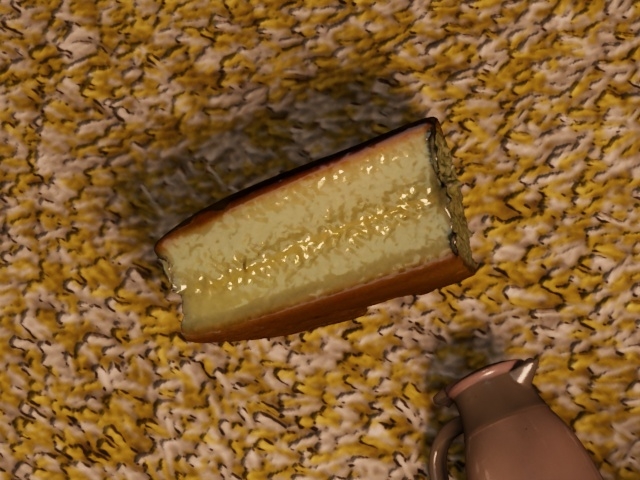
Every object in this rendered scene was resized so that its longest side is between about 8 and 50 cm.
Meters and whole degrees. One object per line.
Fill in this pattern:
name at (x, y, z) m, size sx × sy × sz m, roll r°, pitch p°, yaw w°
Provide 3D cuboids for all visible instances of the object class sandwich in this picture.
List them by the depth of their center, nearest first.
sandwich at (0.000, 0.000, 1.502) m, size 0.235 × 0.128 × 0.122 m, roll -18°, pitch 80°, yaw 8°

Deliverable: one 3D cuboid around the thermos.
thermos at (0.146, 0.189, 1.455) m, size 0.137 × 0.105 × 0.193 m, roll -37°, pitch 68°, yaw 35°
